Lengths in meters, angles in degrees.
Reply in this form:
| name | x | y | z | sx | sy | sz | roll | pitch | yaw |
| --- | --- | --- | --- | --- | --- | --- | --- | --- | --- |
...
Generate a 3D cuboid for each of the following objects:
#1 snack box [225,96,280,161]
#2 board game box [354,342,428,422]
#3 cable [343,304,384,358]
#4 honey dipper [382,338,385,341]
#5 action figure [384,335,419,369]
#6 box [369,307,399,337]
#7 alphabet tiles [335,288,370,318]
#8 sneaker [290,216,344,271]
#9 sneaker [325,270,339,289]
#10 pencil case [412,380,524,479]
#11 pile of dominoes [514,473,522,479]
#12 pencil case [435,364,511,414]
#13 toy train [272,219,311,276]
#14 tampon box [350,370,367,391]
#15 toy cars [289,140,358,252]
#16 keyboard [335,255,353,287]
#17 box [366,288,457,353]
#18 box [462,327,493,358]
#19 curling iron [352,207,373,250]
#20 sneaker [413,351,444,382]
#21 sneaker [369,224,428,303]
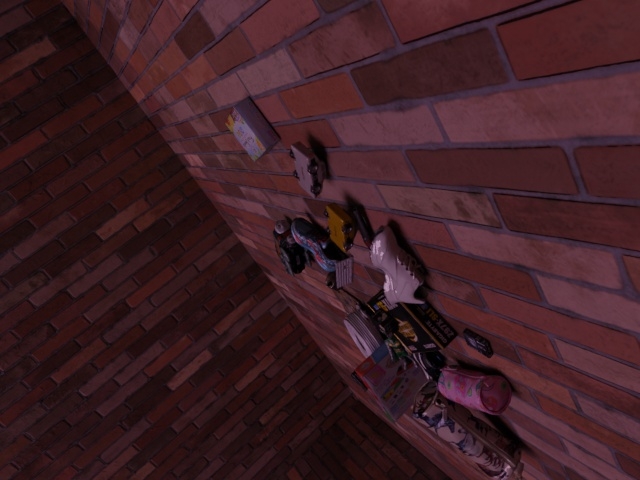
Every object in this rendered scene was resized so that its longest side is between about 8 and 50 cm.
| name | x | y | z | sx | sy | sz | roll | pitch | yaw |
| --- | --- | --- | --- | --- | --- | --- | --- | --- | --- |
| snack box | -0.236 | -0.374 | 1.648 | 0.174 | 0.070 | 0.207 | 53 | 165 | -10 |
| board game box | 0.316 | 0.580 | 2.036 | 0.316 | 0.242 | 0.064 | 58 | 164 | -26 |
| cable | 0.202 | 0.429 | 2.125 | 0.257 | 0.089 | 0.257 | 55 | 168 | 23 |
| honey dipper | 0.304 | 0.473 | 2.212 | 0.161 | 0.030 | 0.030 | 28 | 154 | 58 |
| action figure | 0.311 | 0.425 | 1.863 | 0.232 | 0.137 | 0.063 | 52 | -151 | -39 |
| box | 0.222 | 0.288 | 1.679 | 0.083 | 0.052 | 0.062 | 34 | 157 | 47 |
| alphabet tiles | 0.187 | 0.373 | 2.284 | 0.285 | 0.011 | 0.342 | 33 | 154 | 53 |
| sneaker | 0.000 | 0.000 | 1.870 | 0.262 | 0.104 | 0.125 | 45 | 151 | -7 |
| sneaker | 0.051 | 0.187 | 2.162 | 0.066 | 0.071 | 0.188 | 42 | 162 | 24 |
| pencil case | 0.526 | 0.686 | 1.733 | 0.410 | 0.160 | 0.183 | 37 | 172 | 2 |
| pile of dominoes | 0.742 | 0.914 | 2.012 | 0.196 | 0.040 | 0.251 | 34 | 158 | 45 |
| pencil case | 0.485 | 0.472 | 1.548 | 0.124 | 0.124 | 0.284 | 51 | 166 | -4 |
| toy train | -0.143 | 0.037 | 2.245 | 0.190 | 0.142 | 0.334 | 53 | 167 | 25 |
| tampon box | 0.267 | 0.741 | 2.688 | 0.120 | 0.161 | 0.101 | 45 | 164 | 18 |
| toy cars | 0.026 | -0.136 | 1.467 | 0.393 | 0.087 | 0.176 | 59 | 162 | -20 |
| keyboard | 0.096 | 0.129 | 1.908 | 0.256 | 0.072 | 0.014 | 84 | 168 | -64 |
| box | 0.300 | 0.265 | 1.654 | 0.257 | 0.079 | 0.322 | 50 | 165 | 7 |
| box | 0.458 | 0.299 | 1.402 | 0.083 | 0.018 | 0.067 | 30 | 156 | 51 |
| curling iron | 0.158 | -0.002 | 1.497 | 0.068 | 0.035 | 0.274 | 25 | 152 | 48 |
| sneaker | 0.435 | 0.484 | 1.782 | 0.217 | 0.079 | 0.121 | 50 | 165 | 2 |
| sneaker | 0.234 | 0.071 | 1.388 | 0.129 | 0.111 | 0.297 | 7 | 140 | 38 |
